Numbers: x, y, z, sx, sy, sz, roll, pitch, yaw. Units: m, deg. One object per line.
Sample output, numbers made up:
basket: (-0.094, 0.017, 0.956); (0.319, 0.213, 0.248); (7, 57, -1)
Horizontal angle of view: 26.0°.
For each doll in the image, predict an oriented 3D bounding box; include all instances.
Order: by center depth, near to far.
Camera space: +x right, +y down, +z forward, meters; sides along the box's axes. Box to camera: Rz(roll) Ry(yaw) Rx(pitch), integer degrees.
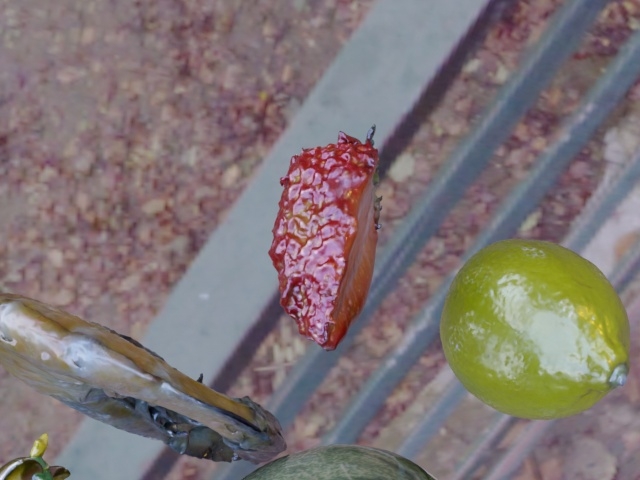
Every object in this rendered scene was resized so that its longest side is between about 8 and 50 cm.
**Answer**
doll: (-0.197, 0.175, 0.843); (0.077, 0.078, 0.113); (-4, 74, 12)

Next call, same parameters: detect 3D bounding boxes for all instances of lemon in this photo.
lemon: (0.220, 0.093, 1.413); (0.248, 0.184, 0.184); (25, 103, 61)

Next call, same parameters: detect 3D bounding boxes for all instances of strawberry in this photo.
strawberry: (0.000, 0.012, 1.361); (0.098, 0.174, 0.228); (7, 66, 10)

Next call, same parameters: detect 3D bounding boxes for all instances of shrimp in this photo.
shrimp: (-0.129, 0.142, 1.235); (0.272, 0.445, 0.085); (17, 77, 24)

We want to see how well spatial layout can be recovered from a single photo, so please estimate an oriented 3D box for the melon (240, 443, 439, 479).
melon: (-0.001, 0.292, 1.101); (0.301, 0.237, 0.237); (-47, 66, 31)
